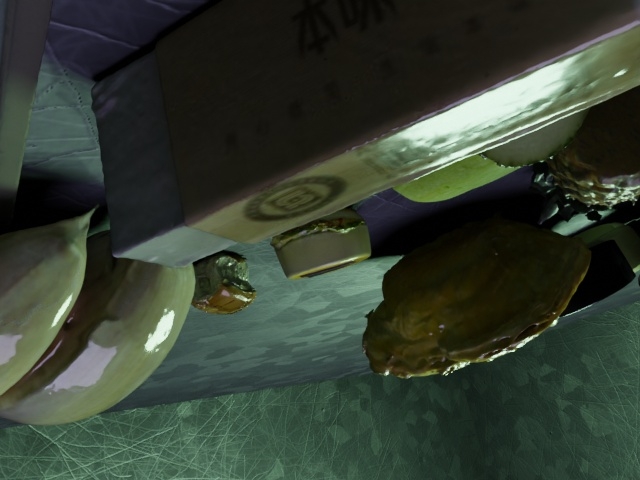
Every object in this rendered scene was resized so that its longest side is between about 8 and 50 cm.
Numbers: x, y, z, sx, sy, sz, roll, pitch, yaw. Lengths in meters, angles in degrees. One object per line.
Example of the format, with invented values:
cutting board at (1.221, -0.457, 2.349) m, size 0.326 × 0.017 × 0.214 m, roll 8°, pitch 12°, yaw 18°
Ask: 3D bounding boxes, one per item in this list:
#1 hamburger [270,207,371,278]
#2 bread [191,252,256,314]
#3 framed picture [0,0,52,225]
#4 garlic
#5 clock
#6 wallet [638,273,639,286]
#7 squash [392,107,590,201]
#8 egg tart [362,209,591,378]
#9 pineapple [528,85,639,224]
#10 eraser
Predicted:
hamburger at (0.000, 0.000, 0.765) m, size 0.126 × 0.082 × 0.141 m, roll -19°, pitch 173°, yaw 23°
bread at (-0.143, 0.064, 0.857) m, size 0.083 × 0.077 × 0.070 m, roll -24°, pitch 162°, yaw 32°
framed picture at (-0.324, -0.108, 0.315) m, size 0.325 × 0.028 × 0.446 m, roll -1°, pitch 158°, yaw -31°
garlic at (-0.305, 0.074, 0.615) m, size 0.312 × 0.250 × 0.286 m, roll -8°, pitch 135°, yaw 19°
clock at (0.474, 0.056, 1.107) m, size 0.378 × 0.120 × 0.276 m, roll -18°, pitch 168°, yaw -42°
wallet at (0.640, 0.015, 1.044) m, size 0.223 × 0.077 × 0.309 m, roll -53°, pitch 152°, yaw 11°
squash at (0.111, -0.082, 0.536) m, size 0.137 × 0.137 × 0.287 m, roll -6°, pitch 162°, yaw -21°
egg tart at (0.232, 0.061, 0.941) m, size 0.339 × 0.153 × 0.351 m, roll -39°, pitch -166°, yaw -37°
pineapple at (0.305, -0.082, 0.682) m, size 0.128 × 0.128 × 0.248 m, roll -15°, pitch 166°, yaw 5°
eraser at (0.007, -0.101, 0.377) m, size 0.343 × 0.144 × 0.078 m, roll -22°, pitch 161°, yaw 22°
